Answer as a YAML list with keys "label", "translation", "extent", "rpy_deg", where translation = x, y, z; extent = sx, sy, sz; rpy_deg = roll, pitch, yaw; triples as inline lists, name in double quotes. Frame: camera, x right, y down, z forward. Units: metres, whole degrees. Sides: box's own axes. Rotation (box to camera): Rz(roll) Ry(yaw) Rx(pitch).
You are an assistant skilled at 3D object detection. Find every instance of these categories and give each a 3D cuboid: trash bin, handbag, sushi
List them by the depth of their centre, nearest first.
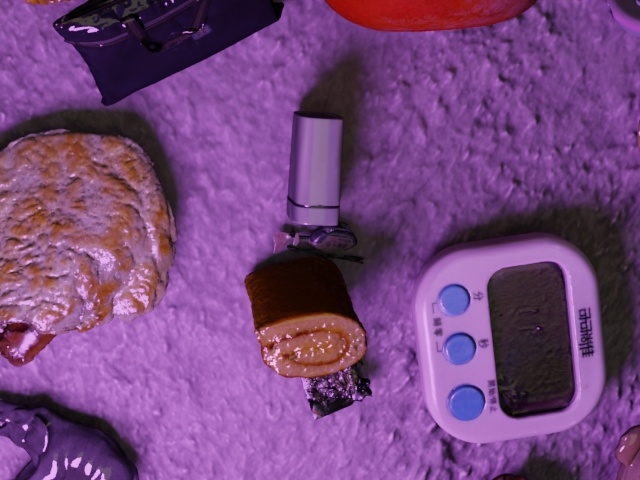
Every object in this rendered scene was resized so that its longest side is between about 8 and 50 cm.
- label: "handbag"
  translation: [-0.171, -0.261, 1.674]
  extent: [0.254, 0.211, 0.088]
  rpy_deg: [-29, 70, -1]
- label: "trash bin"
  translation: [-0.006, -0.089, 1.762]
  extent: [0.059, 0.116, 0.129]
  rpy_deg: [2, 99, -10]
- label: "sushi"
  translation: [0.017, 0.173, 1.846]
  extent: [0.085, 0.056, 0.083]
  rpy_deg: [-20, 95, -3]

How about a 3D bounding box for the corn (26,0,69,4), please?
- label: "corn"
  translation: [-0.211, -0.349, 1.697]
  extent: [0.310, 0.101, 0.101]
  rpy_deg: [-22, 102, -2]

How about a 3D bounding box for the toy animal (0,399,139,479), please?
- label: "toy animal"
  translation: [-0.347, 0.269, 1.800]
  extent: [0.269, 0.082, 0.137]
  rpy_deg: [35, 91, -8]

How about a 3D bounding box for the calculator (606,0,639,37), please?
- label: "calculator"
  translation: [0.499, -0.314, 1.767]
  extent: [0.299, 0.185, 0.041]
  rpy_deg: [-13, 135, -1]

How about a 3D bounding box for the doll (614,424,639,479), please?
- label: "doll"
  translation: [0.546, 0.298, 1.881]
  extent: [0.330, 0.174, 0.235]
  rpy_deg: [-20, 108, -5]

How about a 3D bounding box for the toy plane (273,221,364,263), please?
- label: "toy plane"
  translation: [0.000, 0.000, 1.824]
  extent: [0.121, 0.031, 0.049]
  rpy_deg: [8, 108, -12]

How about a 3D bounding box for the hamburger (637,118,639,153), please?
- label: "hamburger"
  translation: [0.503, -0.169, 1.792]
  extent: [0.192, 0.167, 0.288]
  rpy_deg: [41, 93, -14]

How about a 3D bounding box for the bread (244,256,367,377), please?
- label: "bread"
  translation: [-0.021, 0.094, 1.760]
  extent: [0.132, 0.172, 0.103]
  rpy_deg: [-10, 113, -5]

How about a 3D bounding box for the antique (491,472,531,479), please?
- label: "antique"
  translation: [0.245, 0.422, 1.890]
  extent: [0.143, 0.121, 0.256]
  rpy_deg: [-8, 102, -14]

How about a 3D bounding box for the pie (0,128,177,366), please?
- label: "pie"
  translation: [-0.313, -0.004, 1.744]
  extent: [0.275, 0.105, 0.257]
  rpy_deg: [-22, 93, -4]

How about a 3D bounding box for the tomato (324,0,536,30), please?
- label: "tomato"
  translation: [0.136, -0.373, 1.633]
  extent: [0.290, 0.325, 0.293]
  rpy_deg: [10, 110, 17]

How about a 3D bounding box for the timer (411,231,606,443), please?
- label: "timer"
  translation: [0.240, 0.124, 1.850]
  extent: [0.237, 0.087, 0.262]
  rpy_deg: [-8, 102, -6]
